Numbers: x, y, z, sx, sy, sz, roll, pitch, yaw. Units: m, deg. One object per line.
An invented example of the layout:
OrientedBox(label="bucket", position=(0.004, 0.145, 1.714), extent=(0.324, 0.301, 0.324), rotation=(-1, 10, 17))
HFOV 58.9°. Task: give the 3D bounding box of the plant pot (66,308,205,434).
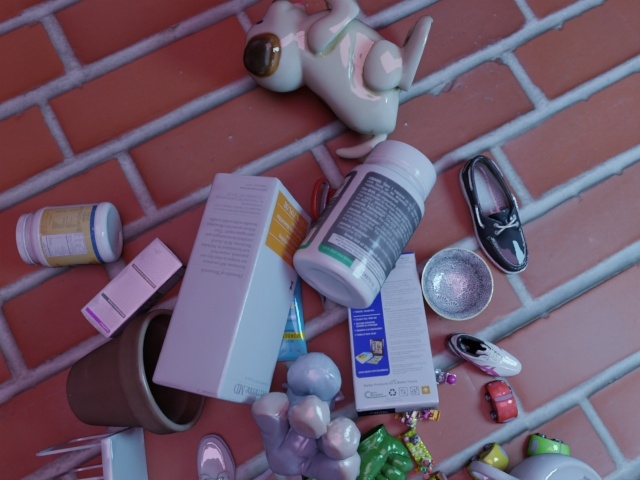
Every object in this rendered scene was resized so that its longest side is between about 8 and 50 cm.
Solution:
OrientedBox(label="plant pot", position=(-0.409, 0.303, 1.233), extent=(0.229, 0.263, 0.263), rotation=(-18, 80, 14))

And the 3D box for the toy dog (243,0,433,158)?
OrientedBox(label="toy dog", position=(0.018, -0.434, 1.378), extent=(0.407, 0.285, 0.396), rotation=(18, 116, 0))

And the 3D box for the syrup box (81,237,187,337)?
OrientedBox(label="syrup box", position=(-0.428, 0.114, 1.323), extent=(0.096, 0.093, 0.237), rotation=(45, 82, 6))

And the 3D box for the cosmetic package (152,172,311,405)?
OrientedBox(label="cosmetic package", position=(-0.173, 0.109, 1.225), extent=(0.161, 0.230, 0.454), rotation=(7, 73, 21))

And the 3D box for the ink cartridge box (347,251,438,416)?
OrientedBox(label="ink cartridge box", position=(0.154, 0.204, 1.294), extent=(0.175, 0.069, 0.371), rotation=(-6, 60, 5))

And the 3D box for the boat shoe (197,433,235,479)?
OrientedBox(label="boat shoe", position=(-0.226, 0.548, 1.256), extent=(0.083, 0.076, 0.227), rotation=(-14, 80, -4))

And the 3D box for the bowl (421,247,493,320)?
OrientedBox(label="bowl", position=(0.317, 0.106, 1.352), extent=(0.170, 0.080, 0.170), rotation=(0, 80, -2))

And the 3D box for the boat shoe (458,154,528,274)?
OrientedBox(label="boat shoe", position=(0.426, -0.063, 1.381), extent=(0.114, 0.091, 0.303), rotation=(-25, 81, -6))

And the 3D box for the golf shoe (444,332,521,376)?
OrientedBox(label="golf shoe", position=(0.385, 0.271, 1.322), extent=(0.186, 0.086, 0.068), rotation=(21, 78, 1))

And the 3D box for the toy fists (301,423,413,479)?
OrientedBox(label="toy fists", position=(0.075, 0.540, 1.257), extent=(0.279, 0.096, 0.142), rotation=(-32, 81, -8))

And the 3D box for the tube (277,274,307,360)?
OrientedBox(label="tube", position=(-0.072, 0.181, 1.347), extent=(0.080, 0.052, 0.207), rotation=(-4, 83, 15))

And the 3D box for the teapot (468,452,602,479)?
OrientedBox(label="teapot", position=(0.468, 0.567, 1.200), extent=(0.252, 0.187, 0.256), rotation=(-9, 82, -23))

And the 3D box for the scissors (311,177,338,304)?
OrientedBox(label="scissors", position=(0.000, 0.000, 1.365), extent=(0.021, 0.109, 0.297), rotation=(4, 79, 41))

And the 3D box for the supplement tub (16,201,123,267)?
OrientedBox(label="supplement tub", position=(-0.578, -0.012, 1.317), extent=(0.199, 0.144, 0.145), rotation=(-5, 80, -2))

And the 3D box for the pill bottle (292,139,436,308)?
OrientedBox(label="pill bottle", position=(0.110, -0.043, 1.295), extent=(0.204, 0.204, 0.361), rotation=(32, 69, 4))

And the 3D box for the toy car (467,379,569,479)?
OrientedBox(label="toy car", position=(0.471, 0.464, 1.303), extent=(0.224, 0.053, 0.239), rotation=(17, 80, 2))

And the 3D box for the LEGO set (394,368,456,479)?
OrientedBox(label="LEGO set", position=(0.238, 0.434, 1.275), extent=(0.132, 0.107, 0.287), rotation=(5, 79, -1))

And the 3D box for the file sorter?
OrientedBox(label="file sorter", position=(-0.476, 0.554, 1.192), extent=(0.172, 0.193, 0.278), rotation=(-8, 80, 0))

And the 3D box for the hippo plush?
OrientedBox(label="hippo plush", position=(-0.005, 0.381, 1.212), extent=(0.234, 0.237, 0.295), rotation=(13, 123, 14))
